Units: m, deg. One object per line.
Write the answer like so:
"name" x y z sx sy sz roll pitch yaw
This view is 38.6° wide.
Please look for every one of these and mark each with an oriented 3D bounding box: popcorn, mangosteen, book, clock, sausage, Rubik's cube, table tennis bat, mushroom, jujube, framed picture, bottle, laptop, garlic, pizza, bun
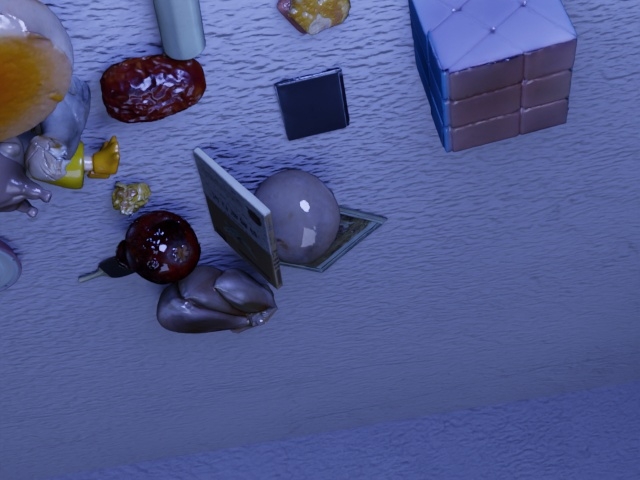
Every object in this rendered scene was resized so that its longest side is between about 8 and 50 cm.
"popcorn" -0.383 -0.077 1.842 0.084 0.084 0.084 -9 150 -5
"mangosteen" -0.352 0.016 1.954 0.180 0.166 0.166 -6 162 44
"book" -0.166 -0.039 1.879 0.021 0.217 0.310 -41 156 -19
"clock" -0.769 0.061 1.957 0.245 0.056 0.244 -10 151 -5
"sausage" -0.041 -0.373 1.505 0.034 0.034 0.083 -26 147 22
"Rubik's cube" 0.282 -0.318 1.532 0.222 0.231 0.224 -15 149 2
"table tennis bat" -0.489 0.069 2.121 0.157 0.013 0.087 -18 151 7
"mushroom" -0.043 -0.059 1.930 0.204 0.204 0.204 -9 150 -5
"jujube" -0.281 -0.258 1.540 0.176 0.109 0.112 -12 -175 -6
"framed picture" 0.000 0.000 2.187 0.217 0.017 0.274 11 143 -35
"bottle" -0.222 -0.370 1.402 0.072 0.072 0.201 -10 150 -5
"laptop" -0.013 -0.257 1.737 0.129 0.016 0.180 -13 150 0
"garlic" -0.267 0.147 2.223 0.279 0.132 0.325 -29 149 25
"mushroom" -0.433 -0.181 1.506 0.081 0.223 0.092 -1 138 0
"pizza" -0.010 -0.390 1.468 0.099 0.035 0.160 -48 142 12
"bun" -0.523 -0.280 1.350 0.299 0.164 0.299 -24 159 -9

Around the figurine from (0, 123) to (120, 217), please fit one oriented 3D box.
"figurine" -0.534 -0.131 1.605 0.344 0.187 0.215 -7 165 -22
